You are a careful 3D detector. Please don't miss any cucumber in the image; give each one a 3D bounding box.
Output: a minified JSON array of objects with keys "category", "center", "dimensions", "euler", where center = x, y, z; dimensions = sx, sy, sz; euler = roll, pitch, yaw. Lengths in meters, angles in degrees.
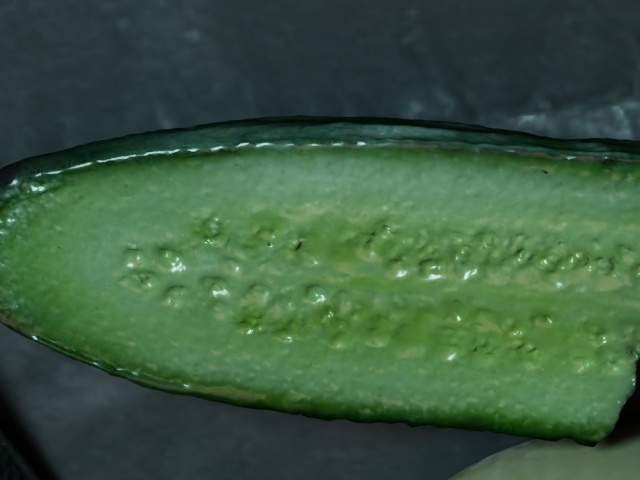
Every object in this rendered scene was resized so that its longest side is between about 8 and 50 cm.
[{"category":"cucumber","center":[0.000,0.000,0.670],"dimensions":[0.244,0.063,0.115],"euler":[6,118,1]}]

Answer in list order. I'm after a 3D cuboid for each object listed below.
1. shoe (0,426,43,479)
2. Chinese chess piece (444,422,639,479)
[{"category":"shoe","center":[-0.144,0.095,0.723],"dimensions":[0.053,0.062,0.159],"euler":[-4,123,36]},{"category":"Chinese chess piece","center":[0.118,0.190,0.720],"dimensions":[0.250,0.103,0.249],"euler":[1,111,3]}]
